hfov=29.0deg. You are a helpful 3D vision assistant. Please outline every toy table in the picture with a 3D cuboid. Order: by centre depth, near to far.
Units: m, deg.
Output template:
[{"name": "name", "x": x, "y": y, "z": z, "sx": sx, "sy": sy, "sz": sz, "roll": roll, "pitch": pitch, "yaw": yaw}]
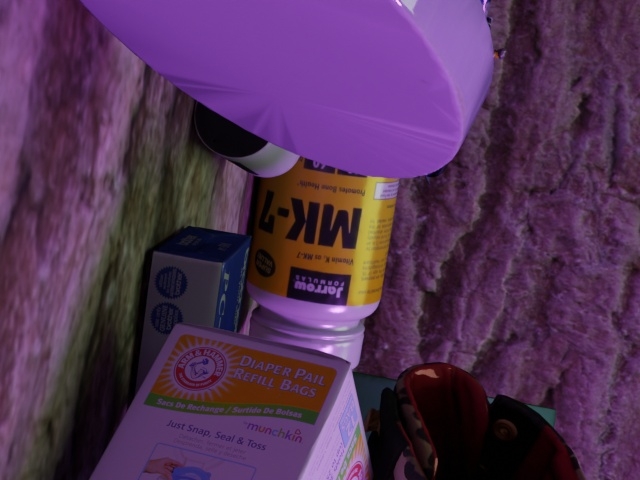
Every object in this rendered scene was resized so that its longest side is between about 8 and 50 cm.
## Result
[{"name": "toy table", "x": 0.009, "y": -0.139, "z": 0.463, "sx": 0.161, "sy": 0.252, "sz": 0.274, "roll": -63, "pitch": -177, "yaw": -10}]

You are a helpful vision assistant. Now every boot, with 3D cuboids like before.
[{"name": "boot", "x": 0.035, "y": 0.196, "z": 0.818, "sx": 0.377, "sy": 0.138, "sz": 0.284, "roll": -117, "pitch": -141, "yaw": -47}]

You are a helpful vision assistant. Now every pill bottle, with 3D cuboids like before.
[{"name": "pill bottle", "x": 0.000, "y": 0.000, "z": 1.063, "sx": 0.119, "sy": 0.119, "sz": 0.208, "roll": -52, "pitch": 150, "yaw": -78}]

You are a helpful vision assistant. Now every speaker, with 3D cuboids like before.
[{"name": "speaker", "x": -0.045, "y": -0.075, "z": 0.828, "sx": 0.136, "sy": 0.055, "sz": 0.055, "roll": 19, "pitch": 80, "yaw": -84}]

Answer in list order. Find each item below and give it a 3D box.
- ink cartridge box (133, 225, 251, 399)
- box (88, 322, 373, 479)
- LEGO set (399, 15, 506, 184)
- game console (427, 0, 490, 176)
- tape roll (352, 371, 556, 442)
[{"name": "ink cartridge box", "x": -0.085, "y": 0.101, "z": 0.769, "sx": 0.097, "sy": 0.046, "sz": 0.207, "roll": -55, "pitch": 154, "yaw": -79}, {"name": "box", "x": -0.058, "y": 0.158, "z": 0.621, "sx": 0.114, "sy": 0.103, "sz": 0.203, "roll": 78, "pitch": 30, "yaw": -48}, {"name": "LEGO set", "x": 0.083, "y": -0.143, "z": 1.264, "sx": 0.255, "sy": 0.192, "sz": 0.331, "roll": 92, "pitch": 10, "yaw": -53}, {"name": "game console", "x": 0.087, "y": -0.229, "z": 0.740, "sx": 0.293, "sy": 0.250, "sz": 0.173, "roll": 59, "pitch": 1, "yaw": 42}, {"name": "tape roll", "x": 0.109, "y": 0.203, "z": 1.445, "sx": 0.321, "sy": 0.321, "sz": 0.077, "roll": 54, "pitch": 47, "yaw": -82}]
